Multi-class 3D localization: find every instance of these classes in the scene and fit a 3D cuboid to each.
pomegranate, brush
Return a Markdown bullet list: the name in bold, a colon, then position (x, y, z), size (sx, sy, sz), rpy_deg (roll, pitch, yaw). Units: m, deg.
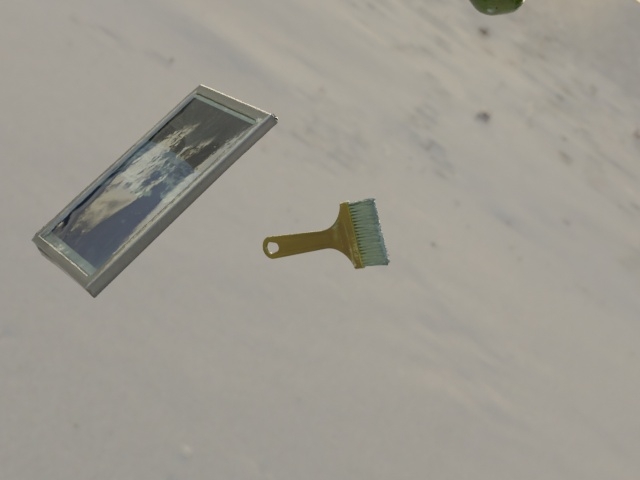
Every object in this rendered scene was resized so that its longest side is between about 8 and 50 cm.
- **pomegranate**: position (0.192, -0.284, 1.541), size (0.073, 0.073, 0.084), rpy_deg (39, -10, 22)
- **brush**: position (0.000, 0.000, 1.734), size (0.205, 0.083, 0.011), rpy_deg (-9, 8, 44)

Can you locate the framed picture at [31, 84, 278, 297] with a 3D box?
- **framed picture**: position (-0.175, -0.057, 1.465), size (0.023, 0.260, 0.189), rpy_deg (52, -11, -30)
